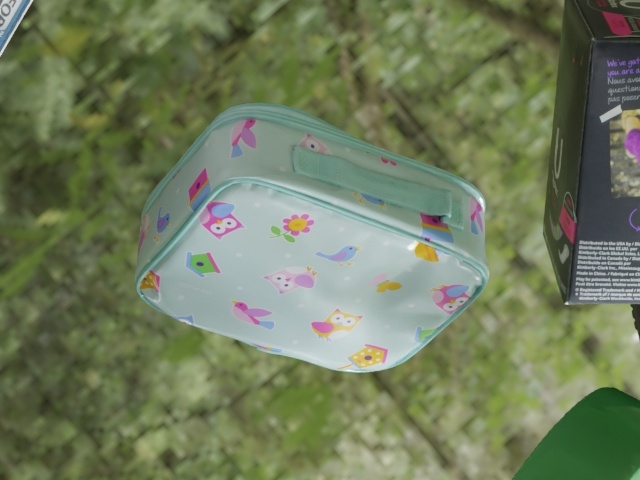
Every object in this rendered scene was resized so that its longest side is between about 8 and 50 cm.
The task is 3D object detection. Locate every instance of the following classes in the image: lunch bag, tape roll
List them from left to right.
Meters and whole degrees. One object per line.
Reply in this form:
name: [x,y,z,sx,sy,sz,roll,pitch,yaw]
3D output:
lunch bag: [0.000,0.000,1.582,0.224,0.279,0.108,-49,-148,42]
tape roll: [0.190,0.274,1.484,0.321,0.077,0.321,-45,151,-33]

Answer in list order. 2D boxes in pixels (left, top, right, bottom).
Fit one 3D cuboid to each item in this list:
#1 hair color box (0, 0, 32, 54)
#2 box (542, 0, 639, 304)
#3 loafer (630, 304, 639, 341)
hair color box: [-0.256,-0.169,1.224,0.174,0.105,0.347,-59,-165,7]
box: [0.301,-0.090,1.763,0.143,0.270,0.165,1,-156,-3]
loafer: [0.437,0.164,2.038,0.130,0.366,0.134,-10,-169,31]
